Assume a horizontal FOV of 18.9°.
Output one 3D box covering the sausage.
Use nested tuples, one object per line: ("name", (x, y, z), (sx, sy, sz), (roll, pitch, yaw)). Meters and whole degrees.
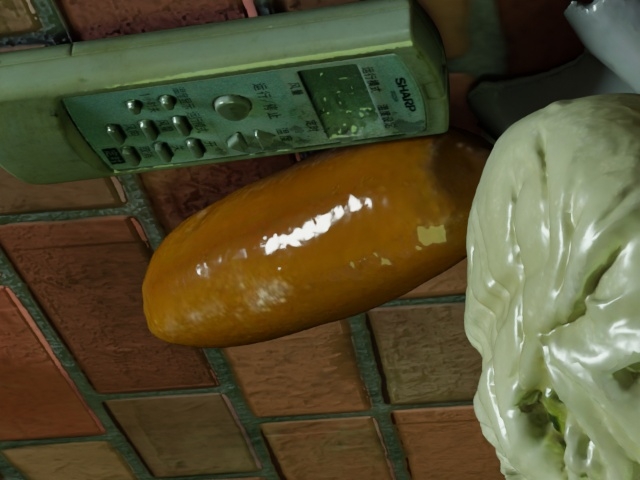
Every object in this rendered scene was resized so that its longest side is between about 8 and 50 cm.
("sausage", (0.000, 0.000, 1.020), (0.238, 0.098, 0.098), (-20, 149, 38))

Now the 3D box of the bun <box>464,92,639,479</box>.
("bun", (0.142, 0.048, 0.870), (0.145, 0.229, 0.229), (-38, 172, -30))

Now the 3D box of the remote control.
("remote control", (-0.055, -0.070, 0.933), (0.233, 0.038, 0.098), (-7, 155, 11))

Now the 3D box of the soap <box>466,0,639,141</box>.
("soap", (0.274, -0.054, 0.979), (0.302, 0.258, 0.159), (47, 148, 3))
